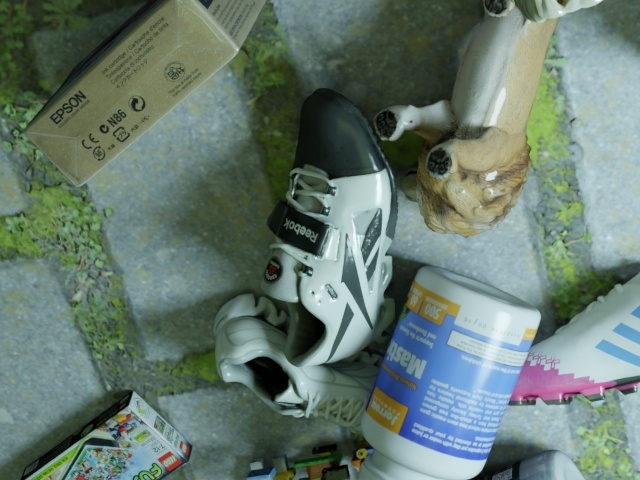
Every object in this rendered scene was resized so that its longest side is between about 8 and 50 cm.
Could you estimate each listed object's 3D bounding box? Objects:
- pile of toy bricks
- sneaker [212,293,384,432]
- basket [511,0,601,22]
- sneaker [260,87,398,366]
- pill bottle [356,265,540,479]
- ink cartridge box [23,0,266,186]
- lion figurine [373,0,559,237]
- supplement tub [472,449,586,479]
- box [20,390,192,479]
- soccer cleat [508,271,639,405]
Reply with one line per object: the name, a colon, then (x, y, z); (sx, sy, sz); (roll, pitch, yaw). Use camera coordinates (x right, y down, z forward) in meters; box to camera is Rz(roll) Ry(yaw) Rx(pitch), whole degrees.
pile of toy bricks: (0.009, 0.323, 1.683); (0.212, 0.118, 0.105); (-11, 97, 12)
sneaker: (-0.002, 0.178, 1.616); (0.292, 0.118, 0.110); (26, 116, -11)
basket: (0.213, -0.375, 1.051); (0.266, 0.328, 0.331); (-23, 110, 3)
sneaker: (0.000, 0.000, 1.486); (0.146, 0.122, 0.330); (-25, 121, -32)
pill bottle: (0.136, 0.179, 1.537); (0.152, 0.152, 0.272); (20, 96, -6)
ink cartridge box: (-0.177, -0.185, 1.390); (0.235, 0.193, 0.088); (-38, 107, 21)
lion figurine: (0.179, -0.179, 1.382); (0.142, 0.240, 0.392); (33, 109, 29)
supplement tub: (0.194, 0.402, 1.675); (0.316, 0.193, 0.193); (-25, 113, 18)
box: (-0.280, 0.292, 1.746); (0.207, 0.036, 0.114); (-36, 110, 21)
soccer cleat: (0.346, 0.111, 1.566); (0.331, 0.116, 0.143); (-12, 79, 25)
